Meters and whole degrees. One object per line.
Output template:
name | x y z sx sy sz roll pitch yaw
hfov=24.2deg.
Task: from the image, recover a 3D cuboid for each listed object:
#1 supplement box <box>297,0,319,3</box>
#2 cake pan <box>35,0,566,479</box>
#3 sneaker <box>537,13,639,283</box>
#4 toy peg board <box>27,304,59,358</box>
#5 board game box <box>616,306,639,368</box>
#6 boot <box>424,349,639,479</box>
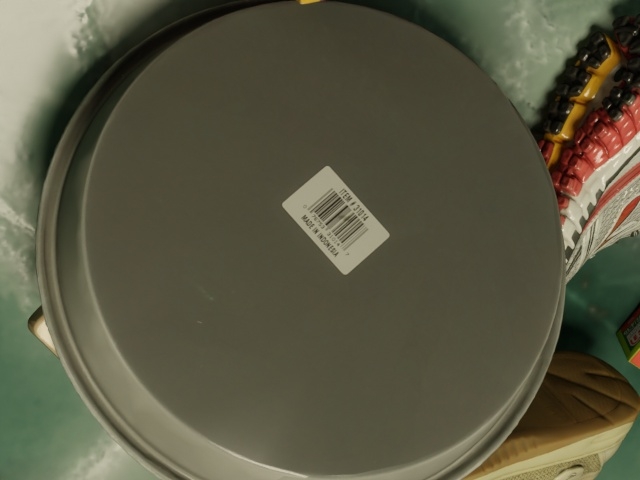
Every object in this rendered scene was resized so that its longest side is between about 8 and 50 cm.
supplement box | 0.062 -0.201 0.795 0.188 0.081 0.104 -13 117 -11
cake pan | 0.000 0.000 0.782 0.293 0.054 0.293 3 76 -13
sneaker | 0.163 -0.019 0.894 0.093 0.088 0.225 27 105 -31
toy peg board | -0.068 0.038 0.867 0.160 0.079 0.161 -47 116 -12
board game box | 0.283 0.025 0.944 0.092 0.043 0.181 33 108 -12
boot | 0.057 0.178 0.902 0.262 0.095 0.203 -11 131 -28
